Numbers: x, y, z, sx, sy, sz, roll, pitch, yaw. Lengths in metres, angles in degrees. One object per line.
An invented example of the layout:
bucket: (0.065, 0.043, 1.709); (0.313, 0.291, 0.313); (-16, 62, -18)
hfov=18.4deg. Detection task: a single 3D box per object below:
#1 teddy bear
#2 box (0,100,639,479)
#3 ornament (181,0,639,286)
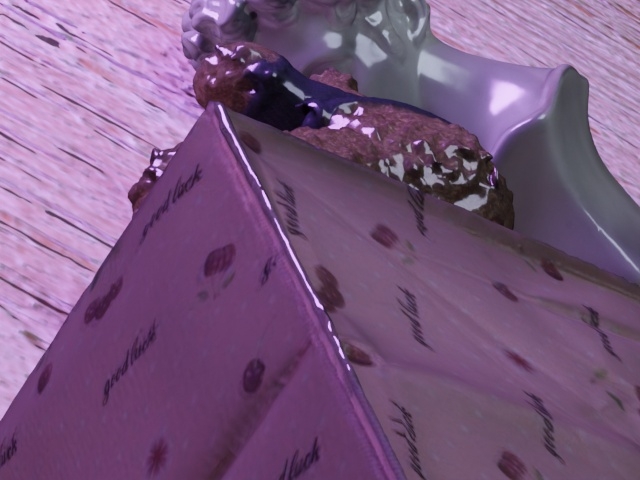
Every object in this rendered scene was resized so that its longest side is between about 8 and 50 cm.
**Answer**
teddy bear: (0.019, -0.005, 0.838); (0.251, 0.129, 0.182); (-71, 142, -69)
box: (0.064, 0.131, 0.558); (0.297, 0.190, 0.225); (20, 25, -31)
ornament: (0.062, -0.067, 1.020); (0.285, 0.120, 0.130); (35, 22, -7)
